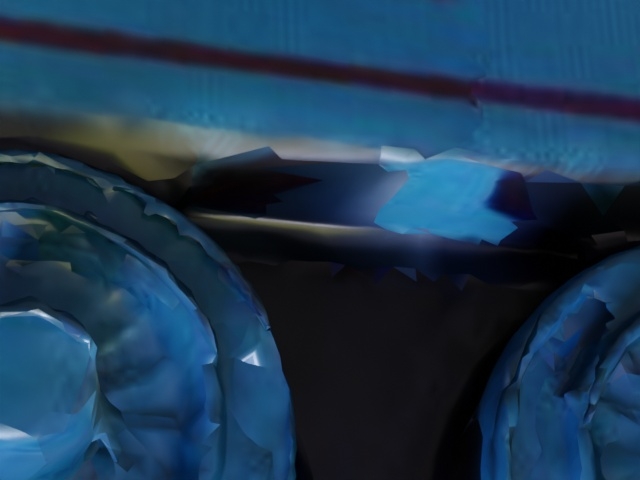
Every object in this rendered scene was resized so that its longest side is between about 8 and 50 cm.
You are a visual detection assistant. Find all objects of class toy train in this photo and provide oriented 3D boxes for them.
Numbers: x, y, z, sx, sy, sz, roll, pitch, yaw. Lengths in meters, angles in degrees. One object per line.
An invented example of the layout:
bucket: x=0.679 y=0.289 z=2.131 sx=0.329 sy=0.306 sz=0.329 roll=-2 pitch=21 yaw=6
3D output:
toy train: x=0.000 y=0.000 z=0.435 sx=0.300 sy=0.188 sz=0.265 roll=5 pitch=-116 yaw=-14
